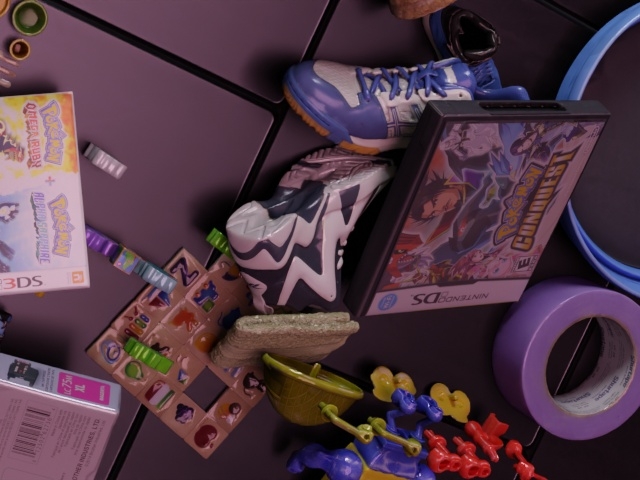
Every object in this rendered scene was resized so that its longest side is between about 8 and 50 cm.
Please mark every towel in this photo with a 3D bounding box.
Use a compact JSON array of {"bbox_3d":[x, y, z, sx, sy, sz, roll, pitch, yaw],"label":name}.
[{"bbox_3d":[-0.041,0.112,1.795,0.148,0.110,0.027,1,63,-24],"label":"towel"}]

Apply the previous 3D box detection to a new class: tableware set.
[{"bbox_3d":[-0.358,-0.225,1.631,0.154,0.024,0.104,25,92,-25],"label":"tableware set"}]

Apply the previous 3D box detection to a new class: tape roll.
[{"bbox_3d":[0.310,0.142,1.965,0.189,0.080,0.189,-5,105,-20],"label":"tape roll"}]

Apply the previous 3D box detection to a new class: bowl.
[{"bbox_3d":[0.448,-0.115,1.962,0.391,0.077,0.391,-5,104,-21],"label":"bowl"}]

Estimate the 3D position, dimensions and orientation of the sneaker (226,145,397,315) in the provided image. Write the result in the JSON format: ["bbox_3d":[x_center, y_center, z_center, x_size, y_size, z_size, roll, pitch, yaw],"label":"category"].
[{"bbox_3d":[0.000,0.000,1.797,0.235,0.094,0.153,-40,137,-37],"label":"sneaker"}]

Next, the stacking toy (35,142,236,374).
[{"bbox_3d":[-0.209,0.020,1.736,0.221,0.052,0.167,35,90,-24],"label":"stacking toy"}]

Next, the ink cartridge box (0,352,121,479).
[{"bbox_3d":[-0.379,0.193,1.651,0.311,0.065,0.186,15,118,-15],"label":"ink cartridge box"}]

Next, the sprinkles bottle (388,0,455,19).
[{"bbox_3d":[0.049,-0.411,1.702,0.121,0.121,0.355,-36,114,-11],"label":"sprinkles bottle"}]

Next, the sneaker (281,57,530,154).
[{"bbox_3d":[0.100,-0.160,1.766,0.296,0.112,0.131,13,134,-33],"label":"sneaker"}]

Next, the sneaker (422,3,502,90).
[{"bbox_3d":[0.175,-0.200,1.823,0.058,0.084,0.152,-34,113,-12],"label":"sneaker"}]

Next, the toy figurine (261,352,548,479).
[{"bbox_3d":[0.055,0.279,1.832,0.362,0.191,0.217,19,108,-38],"label":"toy figurine"}]

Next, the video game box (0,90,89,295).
[{"bbox_3d":[-0.335,-0.043,1.635,0.187,0.048,0.205,-6,93,-13],"label":"video game box"}]

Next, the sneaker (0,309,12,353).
[{"bbox_3d":[-0.350,0.107,1.694,0.073,0.063,0.162,-30,112,-17],"label":"sneaker"}]

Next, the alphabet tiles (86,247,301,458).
[{"bbox_3d":[-0.115,0.100,1.819,0.237,0.009,0.198,-47,115,-6],"label":"alphabet tiles"}]

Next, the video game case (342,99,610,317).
[{"bbox_3d":[0.175,-0.035,1.802,0.248,0.035,0.275,-3,129,-35],"label":"video game case"}]
